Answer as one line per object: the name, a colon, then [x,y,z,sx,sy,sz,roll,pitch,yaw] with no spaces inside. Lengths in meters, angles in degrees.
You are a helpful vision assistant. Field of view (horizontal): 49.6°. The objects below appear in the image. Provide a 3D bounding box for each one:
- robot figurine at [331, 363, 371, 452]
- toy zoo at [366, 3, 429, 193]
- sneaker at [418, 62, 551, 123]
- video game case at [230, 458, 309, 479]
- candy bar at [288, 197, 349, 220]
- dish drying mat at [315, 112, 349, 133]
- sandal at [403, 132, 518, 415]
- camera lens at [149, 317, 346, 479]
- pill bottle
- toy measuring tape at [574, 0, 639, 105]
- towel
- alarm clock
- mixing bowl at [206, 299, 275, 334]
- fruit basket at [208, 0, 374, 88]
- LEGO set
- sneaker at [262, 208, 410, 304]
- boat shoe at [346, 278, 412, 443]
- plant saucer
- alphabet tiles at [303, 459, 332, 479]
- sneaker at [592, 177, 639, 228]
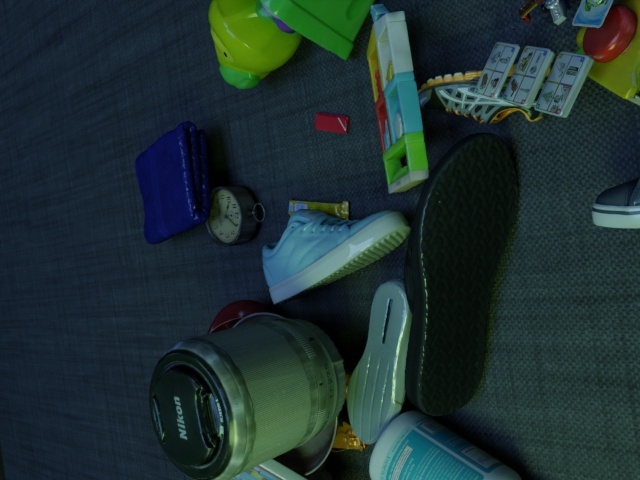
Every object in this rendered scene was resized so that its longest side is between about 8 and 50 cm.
robot figurine: [-0.025,0.322,1.354,0.291,0.085,0.211,-7,91,42]
toy zoo: [0.115,-0.228,1.093,0.192,0.030,0.293,151,111,-85]
sneaker: [0.235,-0.210,1.026,0.215,0.084,0.083,2,102,44]
video game case: [-0.085,0.504,1.346,0.204,0.025,0.285,31,141,-2]
candy bar: [-0.007,-0.059,1.332,0.161,0.018,0.040,7,101,44]
dish drying mat: [0.020,-0.218,1.287,0.083,0.008,0.032,16,109,42]
sandal: [0.186,0.052,1.066,0.107,0.167,0.446,32,119,57]
camera lens: [-0.118,0.248,1.122,0.219,0.274,0.219,6,100,40]
pill bottle: [0.215,0.391,1.090,0.264,0.146,0.146,26,114,40]
toy measuring tape: [0.395,-0.205,0.792,0.330,0.121,0.121,-111,36,-56]
towel: [-0.330,-0.123,1.571,0.308,0.076,0.228,-16,82,57]
alarm clock: [-0.175,-0.054,1.467,0.192,0.064,0.129,-2,94,48]
mixing bowl: [-0.154,0.189,1.432,0.181,0.181,0.098,-61,26,32]
fruit basket: [-0.107,-0.443,1.223,0.392,0.283,0.392,-4,82,31]
LEGO set: [0.311,-0.282,0.882,0.182,0.060,0.244,40,111,59]
sneaker: [0.000,0.000,1.251,0.366,0.135,0.150,-30,80,43]
boat shoe: [0.127,0.208,1.182,0.109,0.094,0.302,30,114,42]
plant saucer: [-0.074,0.285,1.302,0.310,0.050,0.311,8,102,41]
alphabet tiles: [-0.080,0.508,1.490,0.284,0.021,0.278,-27,77,43]
sneaker: [0.470,-0.087,0.782,0.321,0.126,0.127,-7,96,34]
